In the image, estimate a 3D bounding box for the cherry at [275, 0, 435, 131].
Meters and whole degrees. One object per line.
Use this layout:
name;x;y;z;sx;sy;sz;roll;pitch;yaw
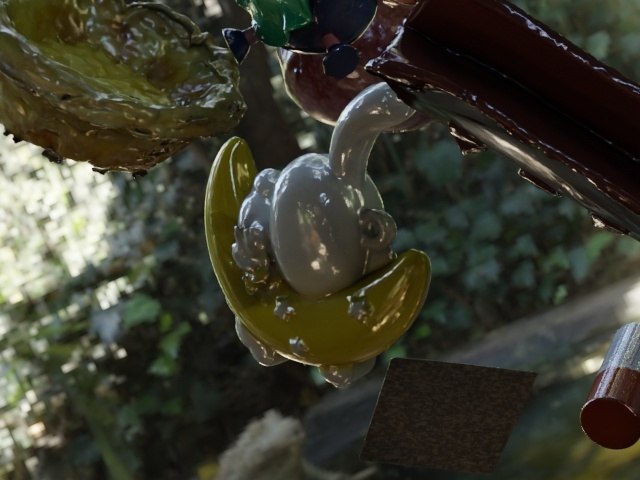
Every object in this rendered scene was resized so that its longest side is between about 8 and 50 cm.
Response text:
cherry;0.070;-0.215;1.793;0.192;0.250;0.175;103;-176;-48

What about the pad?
pad;0.135;0.195;1.649;0.158;0.003;0.235;7;-36;-4

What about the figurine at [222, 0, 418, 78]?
figurine;0.019;-0.195;1.128;0.111;0.102;0.195;12;30;40

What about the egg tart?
egg tart;-0.151;-0.107;1.026;0.212;0.212;0.090;-25;-40;-61

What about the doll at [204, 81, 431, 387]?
doll;0.000;0.000;1.282;0.111;0.252;0.237;-11;6;-43

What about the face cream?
face cream;0.463;0.218;2.271;0.096;0.096;0.214;-24;16;35

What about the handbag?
handbag;0.164;-0.069;0.990;0.084;0.260;0.275;-59;-5;2
